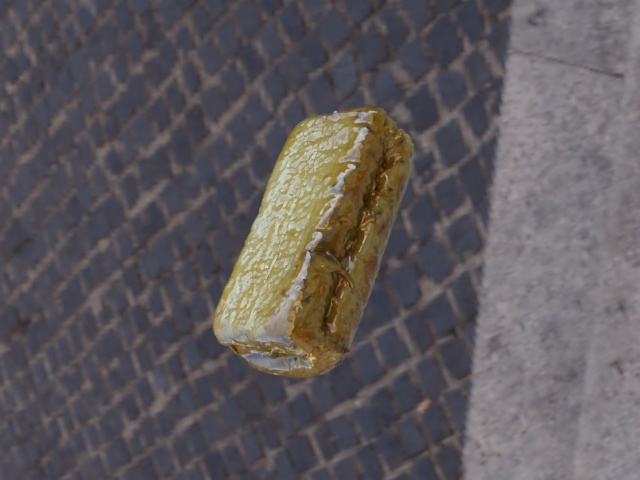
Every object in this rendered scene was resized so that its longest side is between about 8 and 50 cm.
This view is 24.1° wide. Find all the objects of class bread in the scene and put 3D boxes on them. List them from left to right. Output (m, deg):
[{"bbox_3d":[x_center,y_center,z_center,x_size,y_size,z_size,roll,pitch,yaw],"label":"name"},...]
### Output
[{"bbox_3d":[0.000,0.000,1.122,0.114,0.083,0.211,-5,59,52],"label":"bread"}]
